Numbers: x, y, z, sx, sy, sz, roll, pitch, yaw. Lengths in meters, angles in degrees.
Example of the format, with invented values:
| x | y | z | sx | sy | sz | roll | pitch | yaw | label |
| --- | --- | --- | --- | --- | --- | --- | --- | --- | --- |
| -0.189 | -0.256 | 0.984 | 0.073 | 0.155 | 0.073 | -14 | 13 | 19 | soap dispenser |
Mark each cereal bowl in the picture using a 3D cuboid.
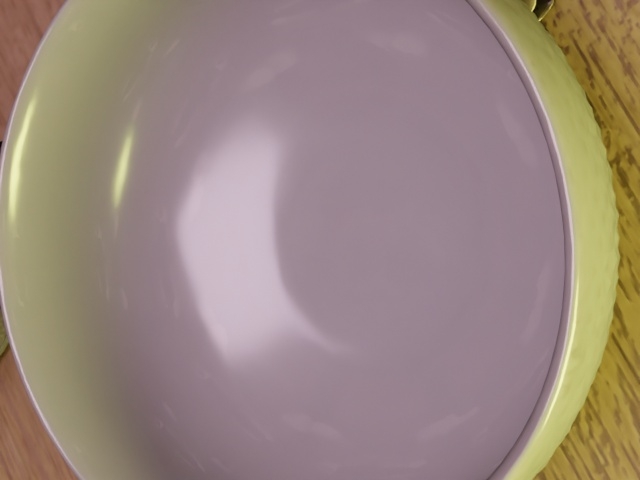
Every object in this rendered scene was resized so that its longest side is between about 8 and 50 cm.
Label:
| x | y | z | sx | sy | sz | roll | pitch | yaw | label |
| --- | --- | --- | --- | --- | --- | --- | --- | --- | --- |
| 0.000 | 0.000 | 0.718 | 0.339 | 0.141 | 0.339 | 1 | 92 | 32 | cereal bowl |

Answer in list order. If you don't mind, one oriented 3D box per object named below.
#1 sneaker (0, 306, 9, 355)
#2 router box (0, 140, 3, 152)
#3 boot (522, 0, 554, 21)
| x | y | z | sx | sy | sz | roll | pitch | yaw | label |
| --- | --- | --- | --- | --- | --- | --- | --- | --- | --- |
| -0.308 | 0.058 | 0.943 | 0.256 | 0.094 | 0.151 | -48 | 65 | 23 | sneaker |
| -0.181 | -0.014 | 0.849 | 0.038 | 0.122 | 0.092 | 174 | 93 | -73 | router box |
| 0.076 | -0.137 | 0.726 | 0.118 | 0.042 | 0.087 | -42 | 74 | 29 | boot |
